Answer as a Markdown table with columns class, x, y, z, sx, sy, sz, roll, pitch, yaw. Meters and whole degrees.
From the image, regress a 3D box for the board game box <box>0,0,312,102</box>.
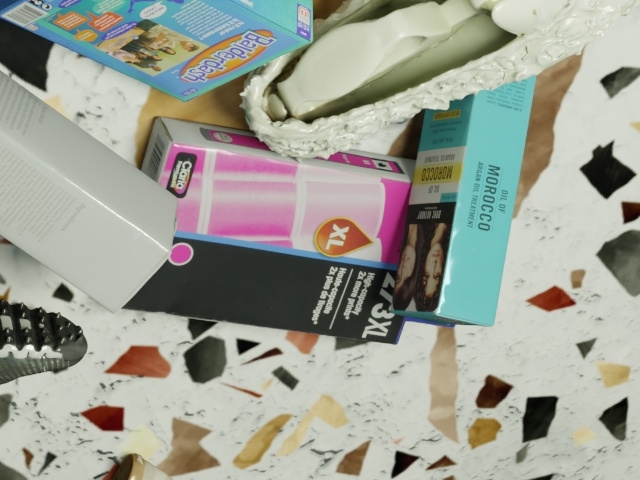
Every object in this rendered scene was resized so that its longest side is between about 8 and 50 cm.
| class | x | y | z | sx | sy | sz | roll | pitch | yaw |
| --- | --- | --- | --- | --- | --- | --- | --- | --- | --- |
| board game box | -0.134 | -0.191 | 1.491 | 0.160 | 0.047 | 0.210 | -21 | 149 | 39 |

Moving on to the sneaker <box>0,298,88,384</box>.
| class | x | y | z | sx | sy | sz | roll | pitch | yaw |
| --- | --- | --- | --- | --- | --- | --- | --- | --- | --- |
| sneaker | -0.331 | 0.116 | 1.663 | 0.234 | 0.078 | 0.106 | -2 | 122 | -13 |

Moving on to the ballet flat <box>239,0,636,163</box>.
| class | x | y | z | sx | sy | sz | roll | pitch | yaw |
| --- | --- | --- | --- | --- | --- | --- | --- | --- | --- |
| ballet flat | 0.107 | -0.183 | 1.542 | 0.409 | 0.147 | 0.147 | -30 | 125 | 15 |

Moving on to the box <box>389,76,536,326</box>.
| class | x | y | z | sx | sy | sz | roll | pitch | yaw |
| --- | --- | --- | --- | --- | --- | --- | --- | --- | --- |
| box | 0.128 | -0.048 | 1.644 | 0.060 | 0.100 | 0.244 | 13 | 84 | -23 |

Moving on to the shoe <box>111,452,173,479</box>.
| class | x | y | z | sx | sy | sz | roll | pitch | yaw |
| --- | --- | --- | --- | --- | --- | --- | --- | --- | --- |
| shoe | -0.217 | 0.312 | 1.813 | 0.058 | 0.076 | 0.219 | 28 | 105 | -25 |

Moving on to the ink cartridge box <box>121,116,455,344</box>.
| class | x | y | z | sx | sy | sz | roll | pitch | yaw |
| --- | --- | --- | --- | --- | --- | --- | --- | --- | --- |
| ink cartridge box | 0.000 | 0.000 | 1.717 | 0.370 | 0.069 | 0.176 | 7 | 116 | -25 |

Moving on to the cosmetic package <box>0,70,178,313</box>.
| class | x | y | z | sx | sy | sz | roll | pitch | yaw |
| --- | --- | --- | --- | --- | --- | --- | --- | --- | --- |
| cosmetic package | -0.235 | -0.051 | 1.537 | 0.231 | 0.117 | 0.085 | 38 | 109 | -15 |
